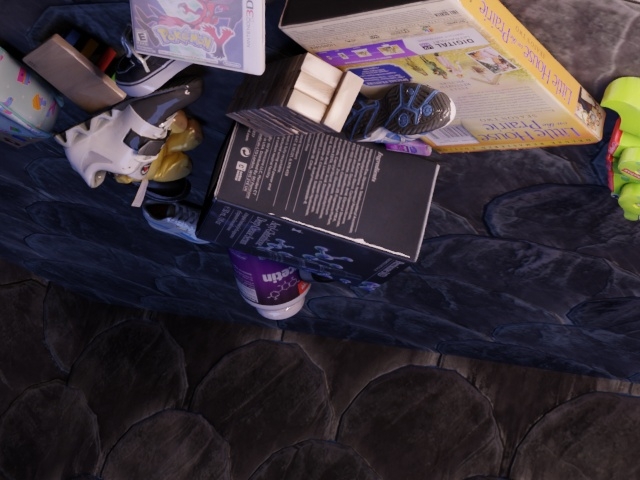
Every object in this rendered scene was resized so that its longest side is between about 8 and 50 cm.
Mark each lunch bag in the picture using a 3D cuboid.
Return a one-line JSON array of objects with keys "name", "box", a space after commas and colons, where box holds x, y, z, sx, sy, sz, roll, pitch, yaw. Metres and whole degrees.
[{"name": "lunch bag", "box": [-0.662, -0.307, 2.074, 0.224, 0.108, 0.279, 12, 163, 33]}]

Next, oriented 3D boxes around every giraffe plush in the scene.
[{"name": "giraffe plush", "box": [-0.364, -0.197, 2.122, 0.170, 0.210, 0.181, 40, -174, 38]}]

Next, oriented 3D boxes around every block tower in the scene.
[{"name": "block tower", "box": [-0.052, -0.226, 1.682, 0.097, 0.091, 0.335, 26, 174, -22]}]

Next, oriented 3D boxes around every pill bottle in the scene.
[{"name": "pill bottle", "box": [-0.117, 0.035, 2.437, 0.182, 0.181, 0.323, 10, 140, 19]}]

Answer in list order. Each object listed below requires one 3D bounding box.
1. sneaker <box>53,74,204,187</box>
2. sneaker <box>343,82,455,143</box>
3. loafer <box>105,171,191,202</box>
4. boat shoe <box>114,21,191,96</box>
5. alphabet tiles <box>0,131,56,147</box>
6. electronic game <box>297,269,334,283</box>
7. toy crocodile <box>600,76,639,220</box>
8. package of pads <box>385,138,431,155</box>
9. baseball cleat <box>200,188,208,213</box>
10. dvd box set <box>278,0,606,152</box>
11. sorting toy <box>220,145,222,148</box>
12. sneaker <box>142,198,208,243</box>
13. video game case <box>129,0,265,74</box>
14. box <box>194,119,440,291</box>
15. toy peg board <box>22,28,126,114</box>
[{"name": "sneaker", "box": [-0.324, -0.194, 1.936, 0.331, 0.146, 0.122, -21, -169, 30]}, {"name": "sneaker", "box": [0.129, -0.188, 1.593, 0.081, 0.080, 0.211, 5, 177, -38]}, {"name": "loafer", "box": [-0.405, -0.148, 2.439, 0.220, 0.080, 0.078, 17, 165, -7]}, {"name": "boat shoe", "box": [-0.254, -0.314, 1.656, 0.105, 0.113, 0.306, 33, 155, -31]}, {"name": "alphabet tiles", "box": [-0.780, -0.289, 2.438, 0.285, 0.011, 0.342, 25, 162, -34]}, {"name": "electronic game", "box": [0.047, 0.015, 2.391, 0.048, 0.229, 0.229, 53, -176, 29]}, {"name": "toy crocodile", "box": [0.478, -0.128, 1.609, 0.105, 0.115, 0.340, 15, 164, 20]}, {"name": "package of pads", "box": [0.156, -0.177, 1.893, 0.083, 0.032, 0.050, 11, 161, 15]}, {"name": "baseball cleat", "box": [-0.229, -0.085, 2.554, 0.109, 0.072, 0.206, 4, 172, -14]}, {"name": "dvd box set", "box": [0.187, -0.249, 1.555, 0.308, 0.062, 0.420, 0, 158, 43]}, {"name": "sorting toy", "box": [-0.163, -0.179, 2.229, 0.083, 0.012, 0.062, 7, 163, 28]}, {"name": "sneaker", "box": [-0.350, -0.053, 2.719, 0.229, 0.087, 0.092, 10, 162, 12]}, {"name": "video game case", "box": [-0.177, -0.333, 1.508, 0.201, 0.023, 0.183, 12, 132, 11]}, {"name": "box", "box": [-0.016, -0.077, 2.067, 0.395, 0.212, 0.293, 17, 163, -9]}, {"name": "toy peg board", "box": [-0.427, -0.319, 1.909, 0.161, 0.079, 0.161, 41, 154, -24]}]
